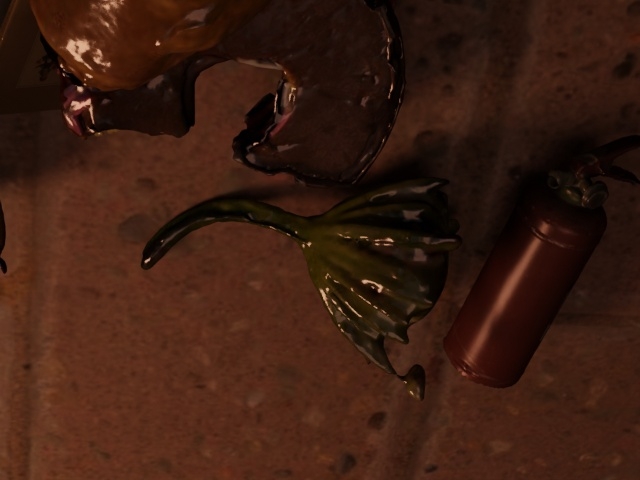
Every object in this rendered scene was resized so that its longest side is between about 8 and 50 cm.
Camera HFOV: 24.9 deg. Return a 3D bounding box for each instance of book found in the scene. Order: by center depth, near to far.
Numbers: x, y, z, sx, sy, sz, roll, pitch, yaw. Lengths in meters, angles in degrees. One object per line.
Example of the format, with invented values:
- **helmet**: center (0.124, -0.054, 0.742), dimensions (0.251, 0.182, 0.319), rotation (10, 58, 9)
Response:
- **book**: center (-0.258, -0.205, 1.424), dimensions (0.138, 0.016, 0.199), rotation (-10, 140, -46)

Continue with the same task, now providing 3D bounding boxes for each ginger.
- **ginger**: center (-0.117, -0.266, 1.173), dimensions (0.269, 0.200, 0.223), rotation (-38, 155, -24)

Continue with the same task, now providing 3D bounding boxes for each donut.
- **donut**: center (-0.077, -0.196, 1.419), dimensions (0.345, 0.136, 0.259), rotation (7, 122, -22)

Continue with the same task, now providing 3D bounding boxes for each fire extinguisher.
- **fire extinguisher**: center (0.269, 0.016, 1.673), dimensions (0.147, 0.106, 0.337), rotation (-5, 134, -37)

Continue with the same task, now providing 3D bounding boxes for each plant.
- **plant**: center (-0.004, 0.013, 1.591), dimensions (0.333, 0.180, 0.251), rotation (17, 113, -16)

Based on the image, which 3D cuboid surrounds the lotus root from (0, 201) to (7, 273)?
- **lotus root**: center (-0.396, -0.076, 1.458), dimensions (0.074, 0.170, 0.261), rotation (-12, 139, 10)
